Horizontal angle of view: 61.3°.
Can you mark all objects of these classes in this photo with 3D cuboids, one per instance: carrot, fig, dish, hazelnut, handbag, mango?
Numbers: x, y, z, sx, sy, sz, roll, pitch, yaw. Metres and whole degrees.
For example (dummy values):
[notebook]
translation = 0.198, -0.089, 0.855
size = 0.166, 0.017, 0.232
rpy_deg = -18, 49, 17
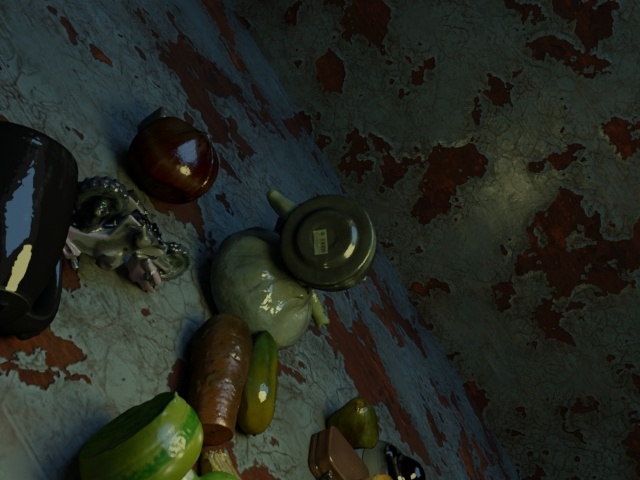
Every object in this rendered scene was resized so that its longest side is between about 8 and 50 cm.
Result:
[carrot]
translation = -0.215, 0.283, 1.164
size = 0.139, 0.138, 0.302
rpy_deg = 46, 22, -34
[fig]
translation = 0.097, 0.524, 1.555
size = 0.144, 0.166, 0.154
rpy_deg = -4, 25, -33
[dish]
translation = 0.257, 0.735, 1.668
size = 0.273, 0.134, 0.273
rpy_deg = 48, 20, -24
[hazelnut]
translation = -0.373, -0.204, 1.410
size = 0.229, 0.229, 0.229
rpy_deg = 50, 20, -25
[handbag]
translation = 0.051, 0.607, 1.433
size = 0.193, 0.072, 0.151
rpy_deg = 55, 18, -16
[mango]
translation = -0.143, 0.335, 1.269
size = 0.237, 0.091, 0.137
rpy_deg = -81, 177, -47

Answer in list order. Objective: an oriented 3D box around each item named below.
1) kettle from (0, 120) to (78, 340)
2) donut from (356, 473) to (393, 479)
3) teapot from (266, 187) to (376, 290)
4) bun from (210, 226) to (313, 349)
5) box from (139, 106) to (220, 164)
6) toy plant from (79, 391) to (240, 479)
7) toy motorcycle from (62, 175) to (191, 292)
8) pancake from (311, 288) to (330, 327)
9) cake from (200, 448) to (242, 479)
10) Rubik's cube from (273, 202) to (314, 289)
[kettle]
translation = -0.482, 0.007, 0.841
size = 0.268, 0.207, 0.290
rpy_deg = 73, 6, -61
[donut]
translation = 0.129, 0.718, 1.257
size = 0.299, 0.150, 0.317
rpy_deg = 26, 48, -52
[teapot]
translation = -0.003, 0.022, 1.428
size = 0.239, 0.321, 0.239
rpy_deg = 58, 46, -65
[bun]
translation = -0.144, 0.123, 1.477
size = 0.362, 0.211, 0.362
rpy_deg = 52, 16, -22
[box]
translation = -0.412, -0.286, 1.605
size = 0.243, 0.103, 0.055
rpy_deg = 40, 30, -44
[toy plant]
translation = -0.229, 0.419, 0.856
size = 0.224, 0.184, 0.316
rpy_deg = -39, 105, -44
[toy motorcycle]
translation = -0.407, 0.007, 1.086
size = 0.143, 0.188, 0.327
rpy_deg = 59, 0, 38
[pancake]
translation = -0.106, 0.127, 1.719
size = 0.376, 0.054, 0.197
rpy_deg = 48, -22, 15
[cake]
translation = -0.168, 0.470, 1.018
size = 0.080, 0.116, 0.185
rpy_deg = 51, 23, -36
[Rubik's cube]
translation = -0.019, 0.017, 1.870
size = 0.264, 0.319, 0.319
rpy_deg = 3, 52, -35
